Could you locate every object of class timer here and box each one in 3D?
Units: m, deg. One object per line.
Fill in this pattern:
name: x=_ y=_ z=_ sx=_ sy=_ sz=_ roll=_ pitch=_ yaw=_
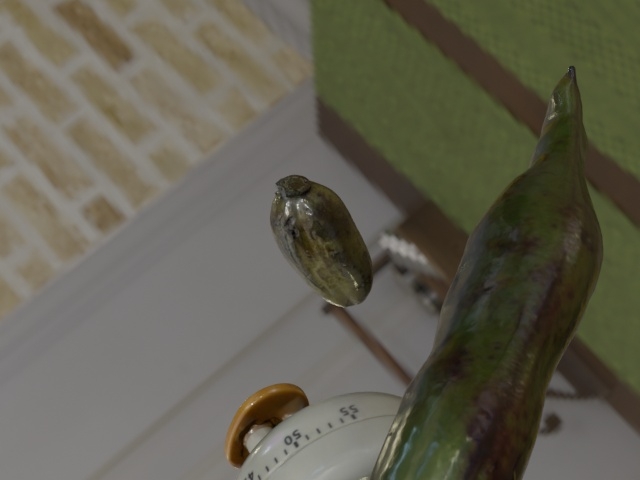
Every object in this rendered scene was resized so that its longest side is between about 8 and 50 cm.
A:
timer: x=0.038 y=0.261 z=1.487 sx=0.240 sy=0.233 sz=0.233 roll=54 pitch=170 yaw=43

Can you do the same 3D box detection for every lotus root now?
lotus root: x=0.000 y=0.000 z=1.758 sx=0.080 sy=0.089 sz=0.179 roll=-84 pitch=-30 yaw=-53

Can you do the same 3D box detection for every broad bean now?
broad bean: x=0.077 y=0.050 z=0.696 sx=0.061 sy=0.339 sz=0.077 roll=25 pitch=147 yaw=2
